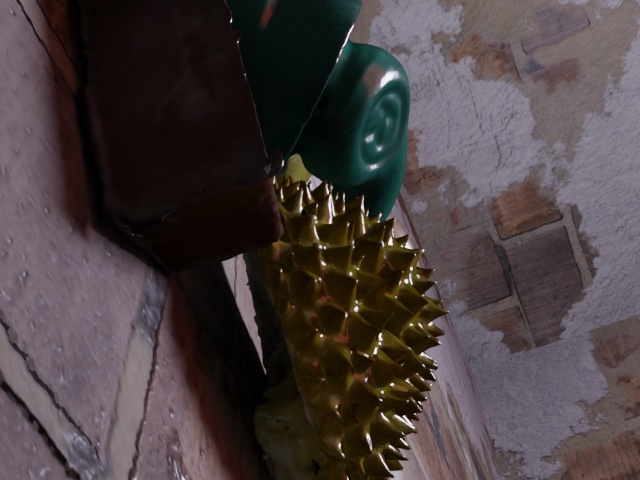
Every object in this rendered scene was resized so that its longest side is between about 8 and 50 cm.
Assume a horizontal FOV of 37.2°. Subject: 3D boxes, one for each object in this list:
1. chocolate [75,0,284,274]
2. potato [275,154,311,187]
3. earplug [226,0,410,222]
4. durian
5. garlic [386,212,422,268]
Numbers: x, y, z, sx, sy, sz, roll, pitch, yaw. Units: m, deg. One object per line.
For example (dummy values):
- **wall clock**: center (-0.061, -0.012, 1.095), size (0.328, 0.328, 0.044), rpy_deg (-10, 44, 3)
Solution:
- **chocolate**: center (-0.102, -0.126, 0.651), size (0.112, 0.112, 0.321), rpy_deg (74, 0, -61)
- **potato**: center (-0.058, -0.127, 0.943), size (0.188, 0.085, 0.105), rpy_deg (60, 10, -28)
- **earplug**: center (-0.028, -0.110, 0.847), size (0.280, 0.257, 0.164), rpy_deg (33, 53, -12)
- **durian**: center (0.002, 0.085, 0.712), size (0.172, 0.166, 0.306), rpy_deg (-26, 98, -55)
- **garlic**: center (0.080, 0.013, 1.346), size (0.128, 0.148, 0.266), rpy_deg (-16, 105, -42)
